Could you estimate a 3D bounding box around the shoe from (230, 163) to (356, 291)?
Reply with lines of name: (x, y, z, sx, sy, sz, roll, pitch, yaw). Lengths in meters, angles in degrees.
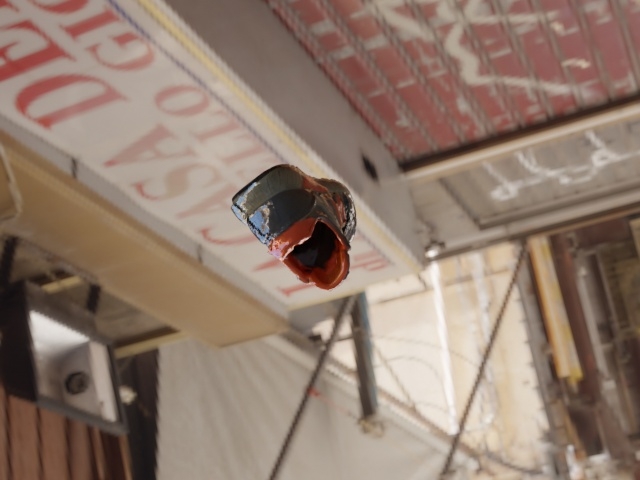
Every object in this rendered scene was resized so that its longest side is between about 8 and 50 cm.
shoe: (0.000, 0.000, 1.758, 0.171, 0.132, 0.336, 58, -166, 21)
